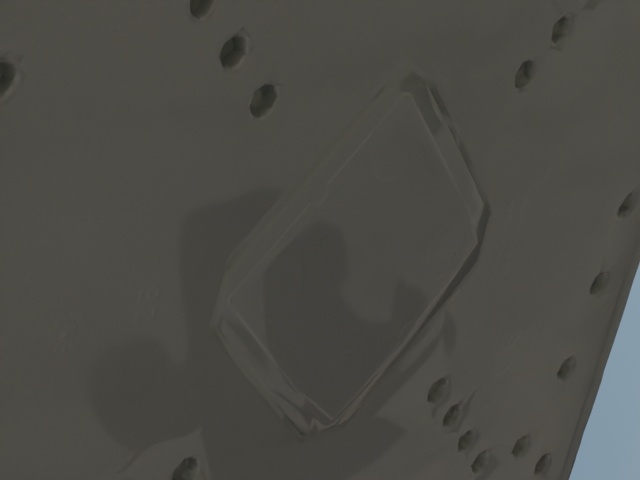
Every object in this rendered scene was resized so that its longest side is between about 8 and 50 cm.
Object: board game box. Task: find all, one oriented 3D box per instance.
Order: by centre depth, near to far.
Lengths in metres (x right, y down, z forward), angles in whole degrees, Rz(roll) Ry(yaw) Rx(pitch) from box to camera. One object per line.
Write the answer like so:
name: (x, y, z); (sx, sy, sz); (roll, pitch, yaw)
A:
board game box: (0.000, 0.000, 0.554); (0.390, 0.050, 0.390); (-11, -58, -45)
